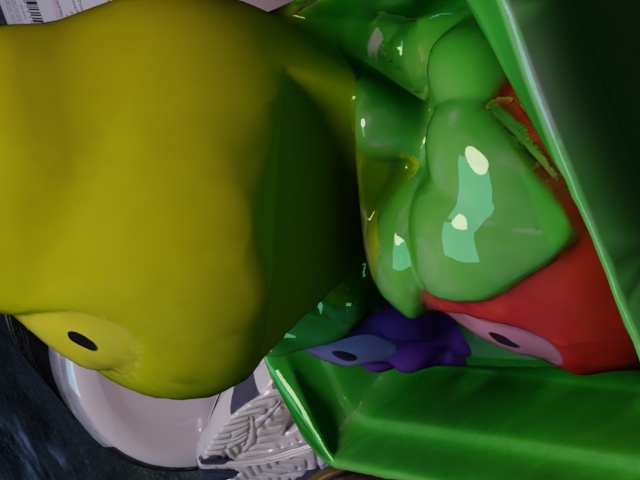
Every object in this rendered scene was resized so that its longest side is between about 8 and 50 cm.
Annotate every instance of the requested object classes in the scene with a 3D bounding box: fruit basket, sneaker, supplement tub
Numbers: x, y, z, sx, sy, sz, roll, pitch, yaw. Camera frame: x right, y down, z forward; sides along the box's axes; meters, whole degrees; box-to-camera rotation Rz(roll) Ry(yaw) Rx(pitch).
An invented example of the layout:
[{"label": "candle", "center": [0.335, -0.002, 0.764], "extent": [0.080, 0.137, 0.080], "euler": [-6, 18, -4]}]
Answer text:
[{"label": "fruit basket", "center": [0.000, 0.000, 0.695], "extent": [0.392, 0.392, 0.283], "euler": [-6, 108, 65]}, {"label": "sneaker", "center": [-0.019, 0.051, 1.061], "extent": [0.153, 0.094, 0.235], "euler": [-101, 30, -46]}, {"label": "supplement tub", "center": [-0.143, 0.050, 1.228], "extent": [0.316, 0.193, 0.194], "euler": [24, 135, 66]}]

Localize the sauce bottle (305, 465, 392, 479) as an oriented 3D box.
[{"label": "sauce bottle", "center": [0.026, 0.182, 0.889], "extent": [0.111, 0.111, 0.344], "euler": [61, 177, 7]}]

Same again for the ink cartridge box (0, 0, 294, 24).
[{"label": "ink cartridge box", "center": [-0.119, -0.137, 1.105], "extent": [0.278, 0.117, 0.201], "euler": [16, 128, 60]}]

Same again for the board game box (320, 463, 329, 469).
[{"label": "board game box", "center": [0.097, 0.250, 1.136], "extent": [0.390, 0.050, 0.390], "euler": [65, 157, -3]}]
